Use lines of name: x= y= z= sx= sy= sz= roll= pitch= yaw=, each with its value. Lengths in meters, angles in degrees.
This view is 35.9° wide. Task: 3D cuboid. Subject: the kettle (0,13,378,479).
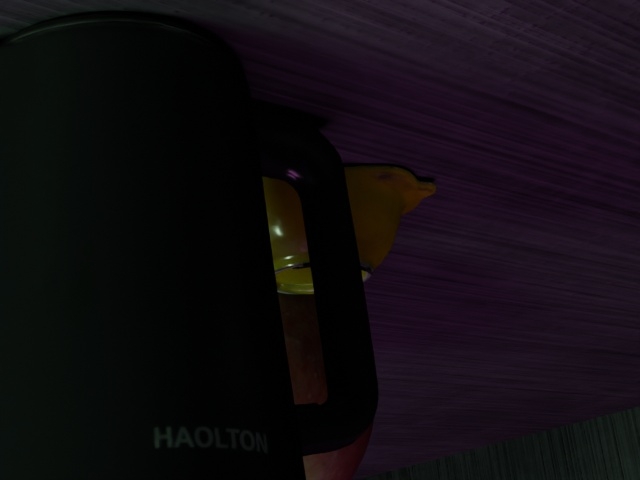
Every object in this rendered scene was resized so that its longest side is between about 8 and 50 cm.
kettle: x=-0.088 y=0.037 z=0.595 sx=0.262 sy=0.307 sz=0.203 roll=-3 pitch=158 yaw=-7

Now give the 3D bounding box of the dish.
dish: x=0.000 y=0.000 z=0.849 sx=0.208 sy=0.080 sz=0.149 roll=-9 pitch=160 yaw=10

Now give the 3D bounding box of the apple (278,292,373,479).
apple: x=-0.120 y=0.146 z=0.971 sx=0.345 sy=0.269 sz=0.344 roll=-1 pitch=139 yaw=-1
